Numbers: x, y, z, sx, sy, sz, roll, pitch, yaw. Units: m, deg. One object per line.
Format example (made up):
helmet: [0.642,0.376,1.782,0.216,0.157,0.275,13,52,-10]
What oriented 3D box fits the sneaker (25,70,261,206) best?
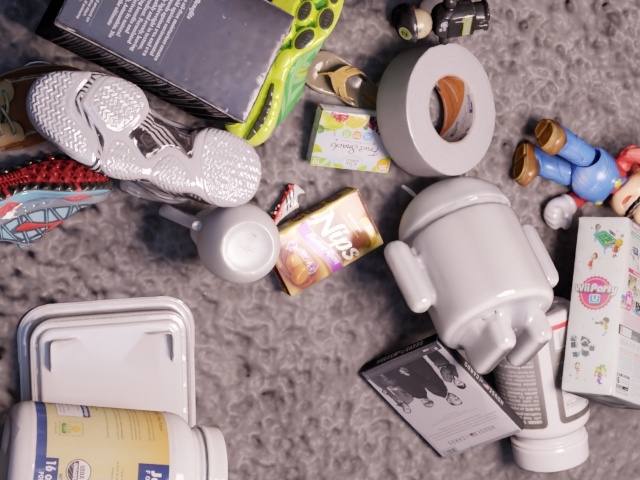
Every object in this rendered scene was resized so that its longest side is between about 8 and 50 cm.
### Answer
sneaker: [-0.285,-0.140,1.691,0.366,0.210,0.137,21,80,-30]

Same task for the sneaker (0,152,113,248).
sneaker: [-0.450,-0.053,1.745,0.262,0.104,0.125,-12,134,-27]

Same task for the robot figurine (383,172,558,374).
robot figurine: [0.252,0.041,1.877,0.300,0.200,0.353,-5,59,-28]

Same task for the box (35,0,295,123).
box: [-0.234,-0.316,1.658,0.294,0.296,0.183,28,88,-21]

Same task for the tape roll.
tape roll: [0.195,-0.216,1.888,0.219,0.072,0.219,-1,92,-41]

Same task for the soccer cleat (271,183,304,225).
soccer cleat: [-0.056,-0.055,1.895,0.035,0.029,0.083,28,84,-16]

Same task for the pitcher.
pitcher: [-0.160,-0.010,1.773,0.177,0.207,0.125,20,91,-18]

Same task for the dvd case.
dvd case: [0.211,0.274,1.968,0.239,0.179,0.029,46,40,-19]

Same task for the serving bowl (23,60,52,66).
serving bowl: [-0.430,-0.235,1.742,0.083,0.027,0.083,-2,103,-9]

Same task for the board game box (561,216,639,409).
board game box: [0.523,0.132,1.985,0.224,0.097,0.303,24,71,-52]

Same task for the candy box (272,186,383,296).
candy box: [0.000,0.000,1.909,0.186,0.053,0.109,-30,105,-13]

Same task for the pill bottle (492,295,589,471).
pill bottle: [0.390,0.254,2.017,0.161,0.161,0.283,-14,102,-16]

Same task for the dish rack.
dish rack: [-0.335,0.265,1.829,0.285,0.072,0.333,-3,100,-18]

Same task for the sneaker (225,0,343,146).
sneaker: [-0.065,-0.287,1.810,0.109,0.123,0.295,31,90,1]

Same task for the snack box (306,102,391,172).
snack box: [0.055,-0.170,1.895,0.141,0.037,0.100,4,117,-19]

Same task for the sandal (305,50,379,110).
sandal: [0.047,-0.258,1.887,0.180,0.049,0.072,31,88,-20]

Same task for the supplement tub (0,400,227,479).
supplement tub: [-0.315,0.363,1.693,0.316,0.228,0.228,7,96,-19]

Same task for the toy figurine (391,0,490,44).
toy figurine: [0.176,-0.424,1.824,0.148,0.209,0.213,-9,106,-3]

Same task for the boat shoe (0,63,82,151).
boat shoe: [-0.497,-0.174,1.665,0.324,0.120,0.122,-18,105,-7]

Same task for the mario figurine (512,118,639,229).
mario figurine: [0.510,-0.093,1.994,0.320,0.198,0.170,19,79,-16]
